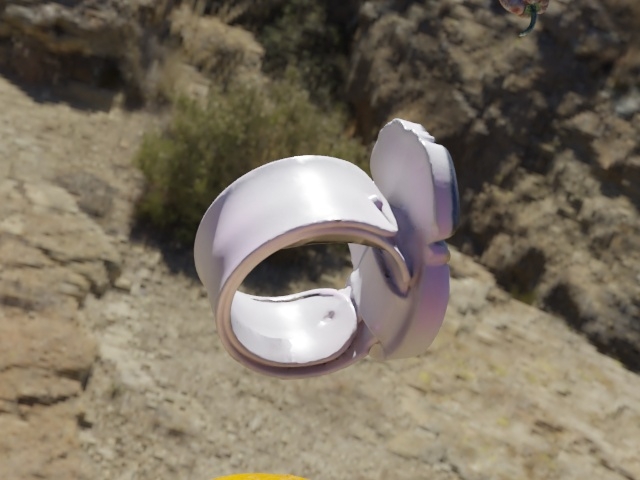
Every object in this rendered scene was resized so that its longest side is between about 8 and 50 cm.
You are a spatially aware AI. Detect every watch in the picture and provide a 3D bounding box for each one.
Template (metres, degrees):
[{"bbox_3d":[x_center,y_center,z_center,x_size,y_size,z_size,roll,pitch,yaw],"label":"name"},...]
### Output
[{"bbox_3d":[0.000,0.000,1.182,0.231,0.244,0.196,5,36,-21],"label":"watch"}]

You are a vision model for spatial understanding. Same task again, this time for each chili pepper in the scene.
[{"bbox_3d":[0.194,-0.274,1.212,0.050,0.041,0.153,-10,69,-13],"label":"chili pepper"}]

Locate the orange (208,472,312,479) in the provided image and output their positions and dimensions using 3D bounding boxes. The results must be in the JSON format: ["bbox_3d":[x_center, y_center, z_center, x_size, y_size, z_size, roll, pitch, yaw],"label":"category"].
[{"bbox_3d":[-0.039,0.272,0.893,0.219,0.219,0.193,22,56,8],"label":"orange"}]
